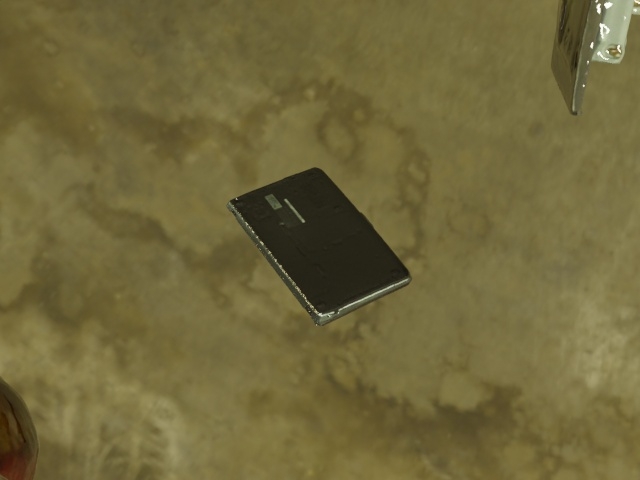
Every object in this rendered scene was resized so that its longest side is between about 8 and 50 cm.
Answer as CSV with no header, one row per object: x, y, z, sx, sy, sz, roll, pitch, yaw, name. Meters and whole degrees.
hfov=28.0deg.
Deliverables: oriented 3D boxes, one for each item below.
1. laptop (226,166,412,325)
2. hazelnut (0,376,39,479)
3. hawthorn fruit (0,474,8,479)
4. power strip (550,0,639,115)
0.000,0.000,1.584,0.207,0.154,0.026,52,149,26,laptop
-0.381,0.214,1.239,0.217,0.251,0.217,0,107,-1,hazelnut
-0.240,0.238,0.642,0.284,0.284,0.284,9,123,14,hawthorn fruit
0.345,-0.298,1.565,0.092,0.251,0.257,6,112,-4,power strip
